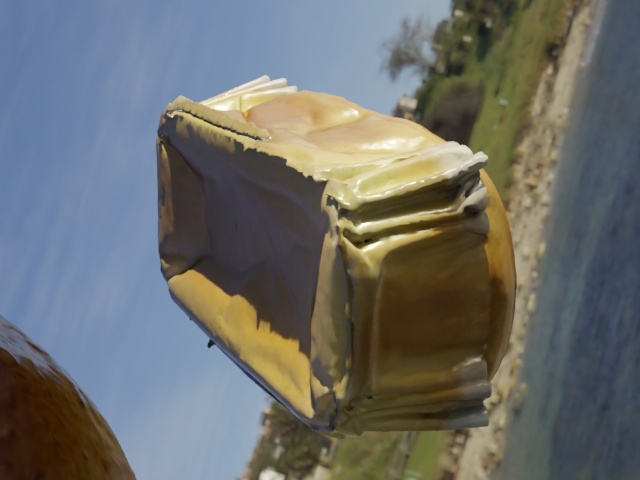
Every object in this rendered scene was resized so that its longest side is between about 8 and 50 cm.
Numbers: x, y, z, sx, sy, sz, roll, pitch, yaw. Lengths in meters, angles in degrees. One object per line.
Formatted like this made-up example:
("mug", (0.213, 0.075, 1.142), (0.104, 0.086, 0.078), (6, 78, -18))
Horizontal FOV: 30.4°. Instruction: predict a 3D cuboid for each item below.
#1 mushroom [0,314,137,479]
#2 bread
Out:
("mushroom", (-0.189, 0.135, 0.428), (0.263, 0.195, 0.283), (-31, -73, -33))
("bread", (0.000, 0.000, 0.597), (0.241, 0.107, 0.136), (27, 123, 59))
